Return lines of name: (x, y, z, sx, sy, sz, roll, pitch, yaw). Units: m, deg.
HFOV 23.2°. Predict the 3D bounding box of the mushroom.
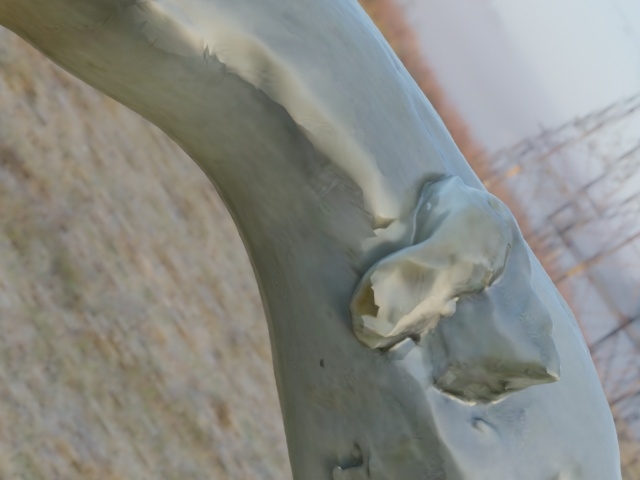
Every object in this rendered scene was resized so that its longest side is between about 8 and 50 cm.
mushroom: (0.003, -0.001, 0.429, 0.278, 0.096, 0.099, 58, 1, -19)
